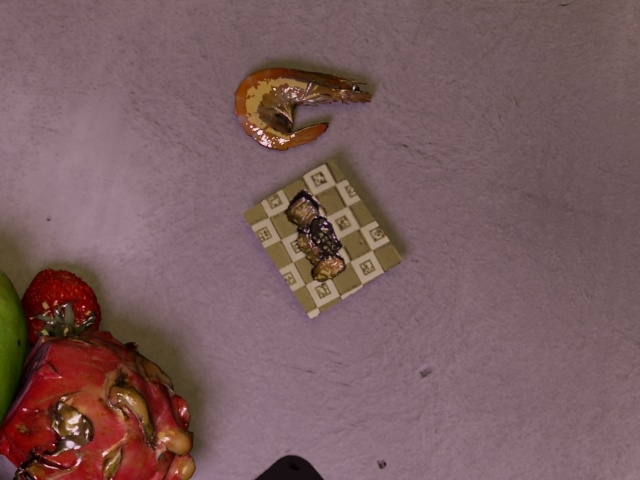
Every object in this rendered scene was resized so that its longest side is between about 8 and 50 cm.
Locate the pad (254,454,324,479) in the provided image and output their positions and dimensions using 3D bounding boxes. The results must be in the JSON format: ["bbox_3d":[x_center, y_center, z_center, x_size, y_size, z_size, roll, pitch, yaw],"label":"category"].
[{"bbox_3d":[-0.077,0.554,1.836,0.375,0.063,0.315,-36,80,-30],"label":"pad"}]

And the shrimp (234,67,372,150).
[{"bbox_3d":[-0.029,-0.239,2.104,0.248,0.068,0.150,-10,86,-9],"label":"shrimp"}]

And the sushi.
[{"bbox_3d":[0.000,0.000,2.028,0.192,0.050,0.215,-32,84,-16],"label":"sushi"}]

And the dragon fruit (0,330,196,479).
[{"bbox_3d":[-0.318,0.279,1.759,0.291,0.269,0.250,35,90,-18],"label":"dragon fruit"}]

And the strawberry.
[{"bbox_3d":[-0.416,0.112,1.887,0.131,0.148,0.131,-8,108,-24],"label":"strawberry"}]

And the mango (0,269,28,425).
[{"bbox_3d":[-0.521,0.198,1.658,0.201,0.225,0.382,36,37,-35],"label":"mango"}]
